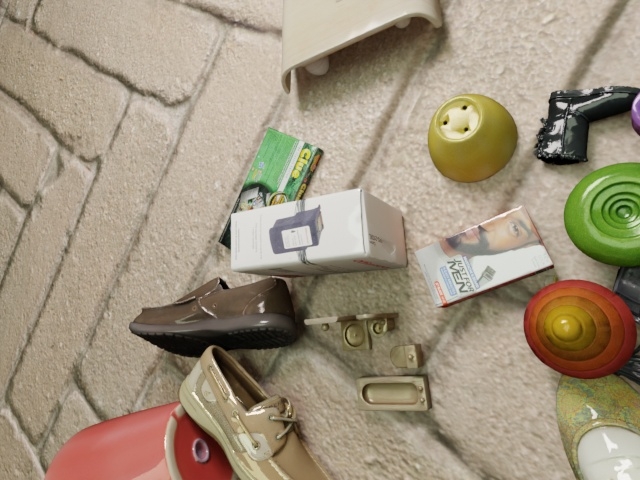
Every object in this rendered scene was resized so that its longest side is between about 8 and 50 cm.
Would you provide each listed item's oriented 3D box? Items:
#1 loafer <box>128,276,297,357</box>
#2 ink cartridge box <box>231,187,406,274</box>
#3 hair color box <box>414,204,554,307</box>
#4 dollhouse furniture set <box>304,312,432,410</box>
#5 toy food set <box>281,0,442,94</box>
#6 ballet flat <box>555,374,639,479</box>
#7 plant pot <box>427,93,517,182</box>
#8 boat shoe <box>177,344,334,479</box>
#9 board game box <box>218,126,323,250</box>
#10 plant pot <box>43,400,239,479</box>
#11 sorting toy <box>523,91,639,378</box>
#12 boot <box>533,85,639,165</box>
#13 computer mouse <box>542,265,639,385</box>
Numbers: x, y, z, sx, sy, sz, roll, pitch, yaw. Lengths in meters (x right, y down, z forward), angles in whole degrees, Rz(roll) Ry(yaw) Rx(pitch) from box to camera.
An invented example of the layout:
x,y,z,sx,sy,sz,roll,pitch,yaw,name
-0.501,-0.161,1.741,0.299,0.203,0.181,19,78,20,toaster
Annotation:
x,y,z,sx,sy,sz,roll,pitch,yaw,name
-0.205,0.145,0.837,0.365,0.134,0.130,-7,54,20,loafer
0.000,0.000,0.695,0.237,0.172,0.100,-8,79,29,ink cartridge box
0.235,0.028,0.624,0.167,0.053,0.093,-27,70,23,hair color box
0.074,0.188,0.651,0.144,0.123,0.151,-12,77,29,dollhouse furniture set
0.057,-0.414,0.786,0.305,0.092,0.220,-13,65,27,toy food set
0.360,0.319,0.471,0.123,0.123,0.349,-19,73,27,ballet flat
0.217,-0.163,0.638,0.134,0.095,0.134,-4,81,29,plant pot
-0.098,0.316,0.719,0.341,0.121,0.110,35,98,18,boat shoe
-0.103,-0.084,0.853,0.136,0.030,0.260,30,98,32,board game box
-0.300,0.425,0.770,0.243,0.275,0.275,-30,68,13,plant pot
0.325,-0.017,0.472,0.127,0.126,0.366,23,95,36,sorting toy
0.360,-0.154,0.583,0.121,0.045,0.099,11,86,38,boot
0.386,0.047,0.537,0.184,0.060,0.262,7,83,47,computer mouse
